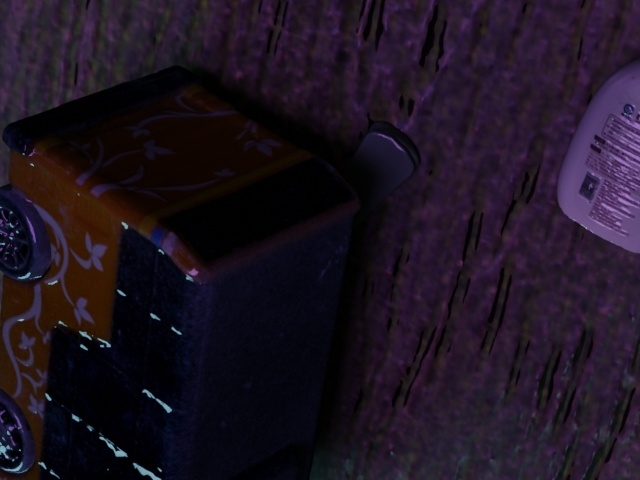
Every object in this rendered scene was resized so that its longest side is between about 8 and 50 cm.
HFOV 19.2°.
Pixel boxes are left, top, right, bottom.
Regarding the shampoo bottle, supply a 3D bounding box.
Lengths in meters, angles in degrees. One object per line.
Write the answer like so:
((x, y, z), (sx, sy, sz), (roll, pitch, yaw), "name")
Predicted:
((0.184, -0.070, 1.033), (0.077, 0.045, 0.152), (29, 126, 17), "shampoo bottle")

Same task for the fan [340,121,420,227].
((0.000, 0.000, 1.192), (0.038, 0.016, 0.193), (41, 126, 4), "fan")

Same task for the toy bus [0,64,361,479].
((-0.101, 0.080, 1.180), (0.194, 0.162, 0.323), (31, 128, 31), "toy bus")
